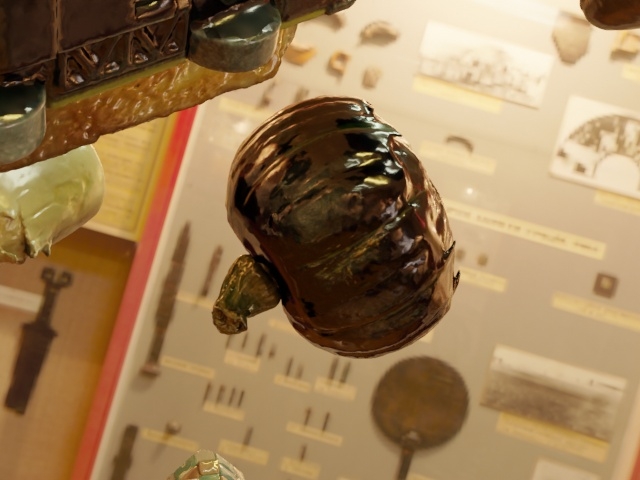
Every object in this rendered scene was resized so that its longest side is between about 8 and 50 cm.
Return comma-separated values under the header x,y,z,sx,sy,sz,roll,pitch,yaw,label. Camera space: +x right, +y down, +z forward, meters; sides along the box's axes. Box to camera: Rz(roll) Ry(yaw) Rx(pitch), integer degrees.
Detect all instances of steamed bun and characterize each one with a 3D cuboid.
x,y,z,sx,sy,sz,roll,pitch,yaw,label
-0.386,-0.067,1.129,0.273,0.166,0.232,4,21,32,steamed bun

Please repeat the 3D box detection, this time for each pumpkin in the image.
x,y,z,sx,sy,sz,roll,pitch,yaw,label
0.000,0.000,1.109,0.296,0.295,0.296,16,1,0,pumpkin

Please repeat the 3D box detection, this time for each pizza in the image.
x,y,z,sx,sy,sz,roll,pitch,yaw,label
-0.117,-0.143,0.647,0.181,0.262,0.034,47,-9,-20,pizza

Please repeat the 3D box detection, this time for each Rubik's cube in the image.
x,y,z,sx,sy,sz,roll,pitch,yaw,label
-0.119,0.255,1.022,0.073,0.084,0.075,46,-13,-29,Rubik's cube

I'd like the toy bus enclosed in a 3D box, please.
x,y,z,sx,sy,sz,roll,pitch,yaw,label
-0.101,-0.144,0.431,0.262,0.128,0.150,-28,58,-35,toy bus

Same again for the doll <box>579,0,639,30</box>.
x,y,z,sx,sy,sz,roll,pitch,yaw,label
0.198,-0.302,0.944,0.378,0.252,0.382,49,-31,-8,doll
